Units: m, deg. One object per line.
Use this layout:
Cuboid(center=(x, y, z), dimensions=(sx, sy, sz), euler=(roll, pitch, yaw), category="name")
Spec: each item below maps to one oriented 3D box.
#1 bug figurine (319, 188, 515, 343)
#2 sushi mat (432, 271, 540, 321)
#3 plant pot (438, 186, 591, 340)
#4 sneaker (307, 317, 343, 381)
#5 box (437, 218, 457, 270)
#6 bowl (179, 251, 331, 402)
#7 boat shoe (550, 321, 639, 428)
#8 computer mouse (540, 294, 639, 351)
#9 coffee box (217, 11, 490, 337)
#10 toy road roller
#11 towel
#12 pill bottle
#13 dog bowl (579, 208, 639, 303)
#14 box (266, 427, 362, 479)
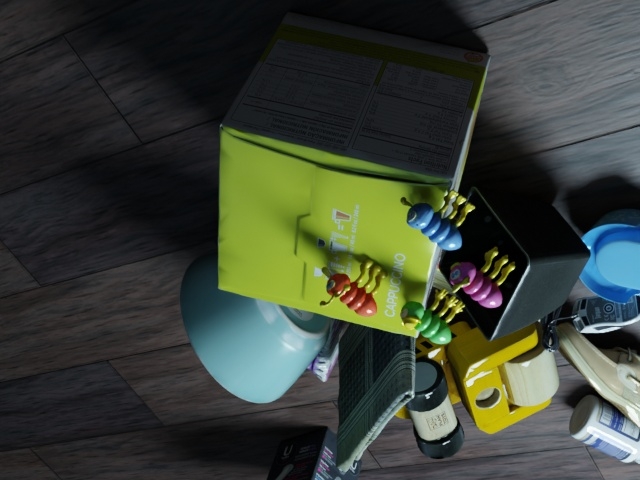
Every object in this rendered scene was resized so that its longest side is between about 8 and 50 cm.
Cuboid(center=(0.138, 0.055, 1.385), dimensions=(0.216, 0.072, 0.279), euler=(33, 133, -15), category="bug figurine")
Cuboid(center=(0.292, 0.066, 1.841), dimensions=(0.316, 0.019, 0.151), euler=(24, 134, -2), category="sushi mat")
Cuboid(center=(0.336, 0.033, 1.659), dimensions=(0.166, 0.187, 0.188), euler=(-4, 133, -27), category="plant pot")
Cuboid(center=(-0.014, 0.191, 2.025), dimensions=(0.104, 0.095, 0.236), euler=(21, 136, 12), category="sneaker")
Cuboid(center=(0.127, -0.011, 1.772), dimensions=(0.232, 0.058, 0.087), euler=(12, 124, 5), category="box")
Cuboid(center=(-0.097, 0.130, 1.854), dimensions=(0.163, 0.312, 0.311), euler=(-32, 115, 30), category="bowl")
Cuboid(center=(0.568, 0.251, 1.859), dimensions=(0.341, 0.122, 0.110), euler=(41, 97, -18), category="boat shoe")
Cuboid(center=(0.486, 0.135, 1.751), dimensions=(0.192, 0.106, 0.042), euler=(-12, 152, 29), category="computer mouse")
Cuboid(center=(0.048, -0.105, 1.550), dimensions=(0.338, 0.334, 0.338), euler=(14, 135, 8), category="coffee box")
Cuboid(center=(0.269, 0.237, 1.907), dimensions=(0.329, 0.241, 0.203), euler=(-23, 128, -2), category="toy road roller")
Cuboid(center=(0.107, 0.231, 1.841), dimensions=(0.056, 0.312, 0.324), euler=(14, 139, -15), category="towel")
Cuboid(center=(0.593, 0.385, 1.970), dimensions=(0.169, 0.094, 0.094), euler=(27, 135, -5), category="pill bottle")
Cuboid(center=(0.578, 0.034, 1.638), dimensions=(0.297, 0.074, 0.166), euler=(11, 130, 22), category="dog bowl")
Cuboid(center=(-0.033, 0.593, 2.271), dimensions=(0.165, 0.270, 0.143), euler=(-24, 120, 36), category="box")
